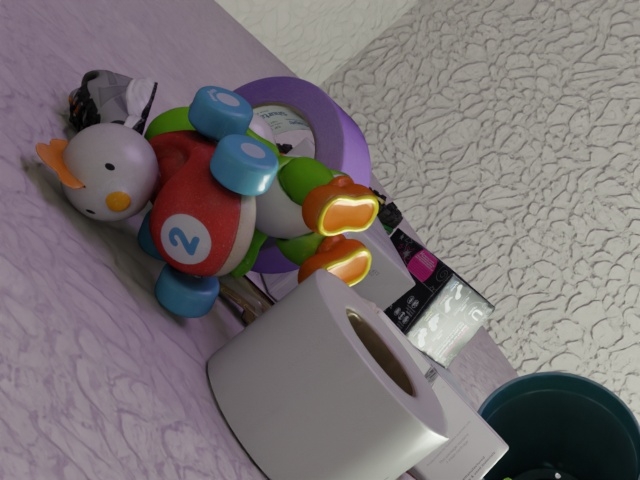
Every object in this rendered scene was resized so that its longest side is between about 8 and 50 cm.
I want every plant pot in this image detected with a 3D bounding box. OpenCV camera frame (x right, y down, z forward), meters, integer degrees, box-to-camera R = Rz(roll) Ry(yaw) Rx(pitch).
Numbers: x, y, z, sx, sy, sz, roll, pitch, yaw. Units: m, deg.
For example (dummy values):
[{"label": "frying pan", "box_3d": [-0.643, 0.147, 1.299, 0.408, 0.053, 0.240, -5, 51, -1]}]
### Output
[{"label": "plant pot", "box_3d": [0.378, 0.396, 1.949, 0.271, 0.272, 0.255, 58, -15, 35]}]

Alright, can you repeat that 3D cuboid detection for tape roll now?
[{"label": "tape roll", "box_3d": [-0.069, -0.094, 1.706, 0.090, 0.275, 0.274, 37, 17, -54]}, {"label": "tape roll", "box_3d": [0.009, 0.178, 1.381, 0.246, 0.169, 0.246, 50, 10, -12]}]

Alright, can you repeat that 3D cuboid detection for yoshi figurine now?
[{"label": "yoshi figurine", "box_3d": [-0.103, -0.072, 1.532, 0.362, 0.203, 0.203, 39, -2, 38]}]

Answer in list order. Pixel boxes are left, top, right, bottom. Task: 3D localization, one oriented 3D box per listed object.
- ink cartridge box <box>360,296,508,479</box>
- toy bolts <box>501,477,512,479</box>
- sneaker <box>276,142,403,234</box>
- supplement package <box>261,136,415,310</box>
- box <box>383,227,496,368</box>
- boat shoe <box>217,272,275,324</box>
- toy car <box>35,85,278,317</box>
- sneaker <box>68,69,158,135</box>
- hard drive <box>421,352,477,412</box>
[{"label": "ink cartridge box", "box_3d": [0.096, 0.211, 1.647, 0.283, 0.117, 0.207, 47, -9, -17]}, {"label": "toy bolts", "box_3d": [0.243, 0.476, 1.596, 0.228, 0.159, 0.218, 46, -35, 38]}, {"label": "sneaker", "box_3d": [-0.007, -0.076, 2.366, 0.344, 0.146, 0.134, 31, 16, -18]}, {"label": "supplement package", "box_3d": [0.000, 0.000, 1.961, 0.177, 0.175, 0.293, 43, 13, -33]}, {"label": "box", "box_3d": [0.199, 0.113, 2.338, 0.142, 0.163, 0.247, 37, 4, -30]}, {"label": "boat shoe", "box_3d": [-0.090, 0.091, 1.610, 0.135, 0.045, 0.050, 46, 3, -6]}, {"label": "toy car", "box_3d": [-0.208, -0.059, 1.348, 0.238, 0.219, 0.210, 10, 32, -28]}, {"label": "sneaker", "box_3d": [-0.282, -0.147, 1.538, 0.108, 0.100, 0.271, 19, 24, -12]}, {"label": "hard drive", "box_3d": [0.278, 0.355, 2.316, 0.203, 0.040, 0.307, 37, 17, -53]}]
